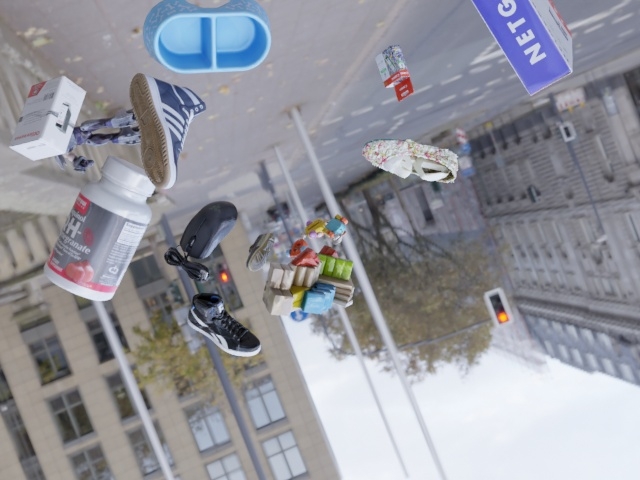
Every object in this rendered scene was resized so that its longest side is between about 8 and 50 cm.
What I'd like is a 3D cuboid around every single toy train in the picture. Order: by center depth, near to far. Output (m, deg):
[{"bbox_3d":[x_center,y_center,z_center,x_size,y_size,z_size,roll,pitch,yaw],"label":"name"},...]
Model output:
[{"bbox_3d":[0.000,0.000,1.738,0.166,0.046,0.125,-15,-138,32],"label":"toy train"}]

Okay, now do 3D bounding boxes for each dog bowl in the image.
[{"bbox_3d":[-0.250,-0.463,1.629,0.297,0.166,0.074,-7,-144,-18],"label":"dog bowl"}]

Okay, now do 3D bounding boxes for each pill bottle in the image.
[{"bbox_3d":[-0.513,-0.032,1.700,0.319,0.176,0.176,-63,178,4],"label":"pill bottle"}]

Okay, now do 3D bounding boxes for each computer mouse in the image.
[{"bbox_3d":[-0.364,-0.019,2.229,0.272,0.188,0.072,-56,152,-11],"label":"computer mouse"}]

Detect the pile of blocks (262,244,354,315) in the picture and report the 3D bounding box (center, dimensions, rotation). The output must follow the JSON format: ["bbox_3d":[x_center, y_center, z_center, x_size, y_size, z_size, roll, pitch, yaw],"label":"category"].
[{"bbox_3d":[-0.002,0.074,1.539,0.148,0.113,0.362,17,-166,17],"label":"pile of blocks"}]

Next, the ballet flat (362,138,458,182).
[{"bbox_3d":[0.208,-0.174,1.580,0.240,0.077,0.091,3,148,-23],"label":"ballet flat"}]

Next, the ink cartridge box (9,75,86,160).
[{"bbox_3d":[-0.497,-0.221,1.299,0.099,0.135,0.056,-5,154,34],"label":"ink cartridge box"}]

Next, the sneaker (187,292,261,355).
[{"bbox_3d":[-0.249,0.212,1.849,0.079,0.216,0.121,-54,166,-46],"label":"sneaker"}]

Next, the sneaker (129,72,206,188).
[{"bbox_3d":[-0.327,-0.242,1.608,0.153,0.282,0.099,3,153,-46],"label":"sneaker"}]

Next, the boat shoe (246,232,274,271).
[{"bbox_3d":[-0.179,0.034,2.032,0.049,0.056,0.152,2,-145,25],"label":"boat shoe"}]

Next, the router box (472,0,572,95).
[{"bbox_3d":[0.346,-0.463,1.313,0.082,0.335,0.301,-29,-164,29],"label":"router box"}]

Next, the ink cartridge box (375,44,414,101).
[{"bbox_3d":[0.169,-0.379,1.624,0.029,0.115,0.063,-14,174,-34],"label":"ink cartridge box"}]

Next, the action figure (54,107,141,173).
[{"bbox_3d":[-0.593,-0.273,1.817,0.284,0.185,0.099,-14,-141,-7],"label":"action figure"}]
